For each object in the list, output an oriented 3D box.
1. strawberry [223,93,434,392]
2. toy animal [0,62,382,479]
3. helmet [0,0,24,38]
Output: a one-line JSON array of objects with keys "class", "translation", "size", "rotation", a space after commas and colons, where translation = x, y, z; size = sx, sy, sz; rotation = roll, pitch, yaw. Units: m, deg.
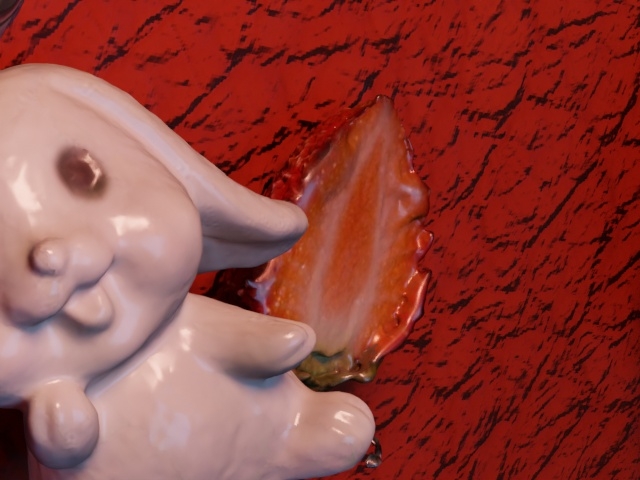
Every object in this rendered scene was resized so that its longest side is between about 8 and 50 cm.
[{"class": "strawberry", "translation": [0.000, 0.000, 1.174], "size": [0.146, 0.082, 0.187], "rotation": [11, 95, -53]}, {"class": "toy animal", "translation": [-0.109, 0.041, 1.018], "size": [0.249, 0.174, 0.289], "rotation": [-15, 122, -26]}, {"class": "helmet", "translation": [-0.195, -0.130, 0.841], "size": [0.253, 0.154, 0.198], "rotation": [-48, 153, 1]}]
